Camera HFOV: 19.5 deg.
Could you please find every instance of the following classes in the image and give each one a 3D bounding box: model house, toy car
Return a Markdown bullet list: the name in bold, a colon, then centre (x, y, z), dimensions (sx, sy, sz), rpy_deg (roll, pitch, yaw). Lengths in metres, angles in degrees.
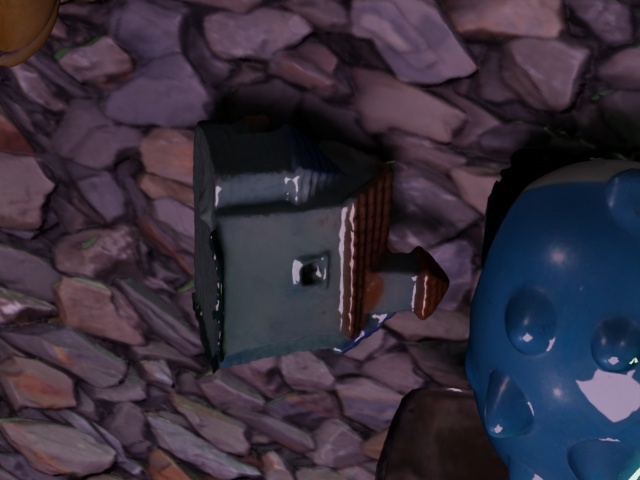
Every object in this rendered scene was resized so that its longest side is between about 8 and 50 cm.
- **model house**: centre (0.000, 0.000, 1.098), dimensions (0.148, 0.119, 0.148), rpy_deg (-1, 121, -9)
- **toy car**: centre (0.170, 0.074, 1.022), dimensions (0.188, 0.190, 0.255), rpy_deg (10, 145, 13)

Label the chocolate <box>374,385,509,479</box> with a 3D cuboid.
- **chocolate**: centre (0.182, 0.193, 1.142), dimensions (0.303, 0.185, 0.100), rpy_deg (5, 135, 10)

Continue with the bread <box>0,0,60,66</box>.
- **bread**: centre (-0.243, -0.176, 0.990), dimensions (0.225, 0.081, 0.134), rpy_deg (22, 140, 3)
